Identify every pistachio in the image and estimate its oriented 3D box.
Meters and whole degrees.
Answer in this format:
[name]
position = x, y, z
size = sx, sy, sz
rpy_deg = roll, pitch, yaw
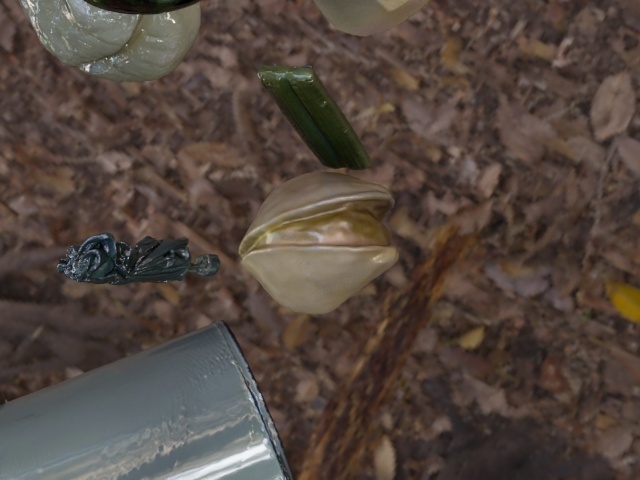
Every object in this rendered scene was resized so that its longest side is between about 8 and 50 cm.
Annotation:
[pistachio]
position = 0.000, 0.000, 1.994
size = 0.321, 0.238, 0.229
rpy_deg = -21, 76, 57

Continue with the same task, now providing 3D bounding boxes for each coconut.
[coconut]
position = 0.075, -0.452, 1.961
size = 0.259, 0.259, 0.259
rpy_deg = 22, 145, 17

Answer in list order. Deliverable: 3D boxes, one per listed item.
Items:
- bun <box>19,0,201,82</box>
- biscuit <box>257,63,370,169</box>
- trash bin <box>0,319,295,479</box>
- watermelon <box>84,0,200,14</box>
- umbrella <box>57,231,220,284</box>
[bun]
position = -0.344, -0.393, 1.842
size = 0.365, 0.219, 0.365
rpy_deg = 36, 139, 38
[biscuit]
position = -0.005, -0.181, 1.906
size = 0.099, 0.038, 0.322
rpy_deg = 9, 161, 22
[trash bin]
position = -0.172, 0.218, 1.141
size = 0.217, 0.262, 0.277
rpy_deg = 93, 153, -64
[watermelon]
position = -0.220, -0.403, 1.493
size = 0.269, 0.269, 0.269
rpy_deg = 22, 145, 17
[umbrella]
position = -0.334, 0.036, 2.364
size = 0.143, 0.348, 0.094
rpy_deg = -9, 84, 44
